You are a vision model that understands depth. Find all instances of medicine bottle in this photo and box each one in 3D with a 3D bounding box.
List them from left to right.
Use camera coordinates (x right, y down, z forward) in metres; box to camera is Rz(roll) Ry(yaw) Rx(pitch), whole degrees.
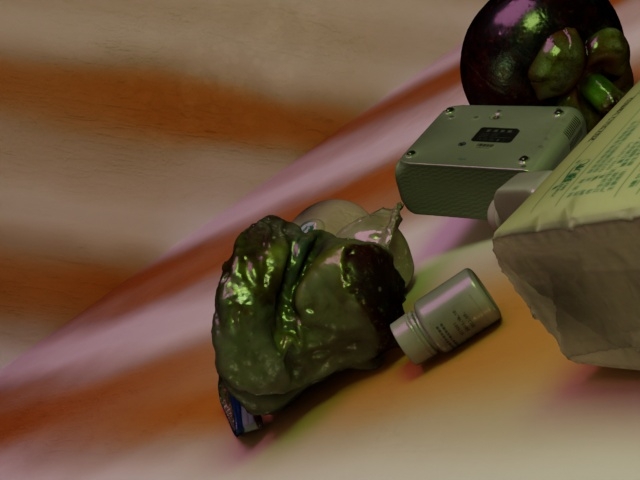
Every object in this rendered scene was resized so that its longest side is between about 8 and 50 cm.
[{"bbox_3d":[0.162,0.102,1.285,0.130,0.080,0.080,-35,13,11],"label":"medicine bottle"},{"bbox_3d":[0.293,-0.033,1.328,0.069,0.119,0.183,-40,11,-13],"label":"medicine bottle"}]

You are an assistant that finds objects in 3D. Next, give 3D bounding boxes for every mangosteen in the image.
[{"bbox_3d":[0.388,-0.291,1.686,0.300,0.300,0.300,-35,13,9],"label":"mangosteen"}]

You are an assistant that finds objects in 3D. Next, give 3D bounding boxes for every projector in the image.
[{"bbox_3d":[0.273,-0.131,1.569,0.250,0.108,0.198,6,38,36],"label":"projector"}]

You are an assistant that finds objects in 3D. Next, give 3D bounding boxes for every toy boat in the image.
[{"bbox_3d":[-0.129,0.260,1.544,0.045,0.080,0.229,-4,7,-14],"label":"toy boat"}]

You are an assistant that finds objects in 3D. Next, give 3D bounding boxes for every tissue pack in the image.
[{"bbox_3d":[0.392,-0.056,0.947,0.380,0.207,0.297,-43,16,-23],"label":"tissue pack"}]

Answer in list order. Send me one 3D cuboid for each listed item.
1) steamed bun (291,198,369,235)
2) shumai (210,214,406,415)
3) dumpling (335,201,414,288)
[{"bbox_3d":[0.000,0.000,1.961,0.228,0.131,0.177,-42,15,-30],"label":"steamed bun"},{"bbox_3d":[0.009,0.110,1.450,0.263,0.304,0.309,-3,67,20],"label":"shumai"},{"bbox_3d":[0.074,0.055,1.575,0.247,0.142,0.172,-61,8,15],"label":"dumpling"}]
